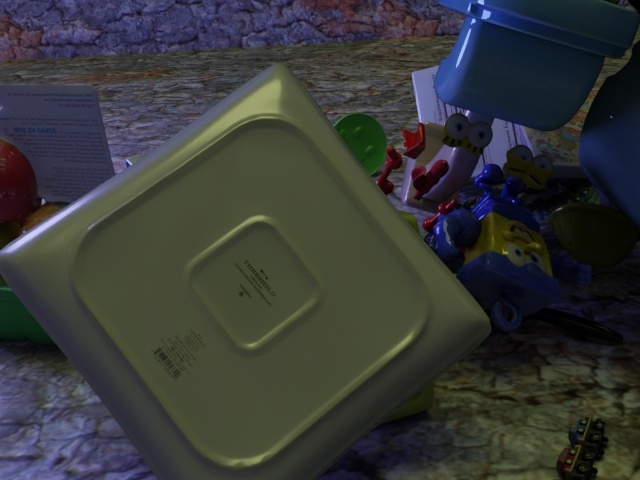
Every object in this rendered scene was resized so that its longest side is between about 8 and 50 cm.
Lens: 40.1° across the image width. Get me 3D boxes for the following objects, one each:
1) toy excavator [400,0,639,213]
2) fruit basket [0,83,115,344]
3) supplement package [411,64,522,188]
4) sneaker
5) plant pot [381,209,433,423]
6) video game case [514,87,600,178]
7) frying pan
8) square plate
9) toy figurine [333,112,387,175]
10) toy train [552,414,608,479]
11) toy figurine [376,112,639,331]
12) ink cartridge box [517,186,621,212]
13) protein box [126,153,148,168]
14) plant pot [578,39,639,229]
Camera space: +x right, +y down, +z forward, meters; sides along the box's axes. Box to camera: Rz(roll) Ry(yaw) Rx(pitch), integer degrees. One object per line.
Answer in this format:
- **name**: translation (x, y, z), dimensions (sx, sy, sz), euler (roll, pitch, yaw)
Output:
- **toy excavator**: translation (0.214, -0.206, 1.094), dimensions (0.222, 0.445, 0.433), euler (16, 16, -7)
- **fruit basket**: translation (-0.387, -0.040, 1.141), dimensions (0.327, 0.353, 0.165), euler (4, 25, 19)
- **supplement package**: translation (0.319, -0.204, 1.475), dimensions (0.263, 0.198, 0.199), euler (-11, -5, 22)
- **sneaker**: translation (0.275, 0.003, 1.266), dimensions (0.283, 0.122, 0.110), euler (-14, 28, 38)
- **plant pot**: translation (-0.020, 0.074, 0.988), dimensions (0.228, 0.227, 0.207), euler (-10, 17, -14)
- **video game case**: translation (0.394, -0.157, 1.249), dimensions (0.227, 0.026, 0.206), euler (0, 40, -3)
- **frying pan**: translation (0.217, 0.071, 1.168), dimensions (0.326, 0.053, 0.197), euler (14, 21, 2)
- **square plate**: translation (-0.061, 0.048, 0.816), dimensions (0.344, 0.347, 0.049), euler (-37, -4, -16)
- **toy figurine**: translation (0.024, -0.177, 1.761), dimensions (0.173, 0.130, 0.159), euler (-40, 20, -17)
- **toy train**: translation (0.246, 0.217, 0.844), dimensions (0.036, 0.027, 0.158), euler (-3, 20, 31)
- **toy figurine**: translation (0.227, 0.033, 1.063), dimensions (0.363, 0.191, 0.217), euler (24, 48, -23)
- **ink cartridge box**: translation (0.395, -0.068, 1.350), dimensions (0.140, 0.082, 0.191), euler (8, 4, 26)
- **protein box**: translation (-0.154, 0.000, 1.177), dimensions (0.136, 0.199, 0.201), euler (-17, 33, -28)
- **plant pot**: translation (0.493, -0.074, 0.973), dimensions (0.341, 0.341, 0.334), euler (-17, 46, -28)
